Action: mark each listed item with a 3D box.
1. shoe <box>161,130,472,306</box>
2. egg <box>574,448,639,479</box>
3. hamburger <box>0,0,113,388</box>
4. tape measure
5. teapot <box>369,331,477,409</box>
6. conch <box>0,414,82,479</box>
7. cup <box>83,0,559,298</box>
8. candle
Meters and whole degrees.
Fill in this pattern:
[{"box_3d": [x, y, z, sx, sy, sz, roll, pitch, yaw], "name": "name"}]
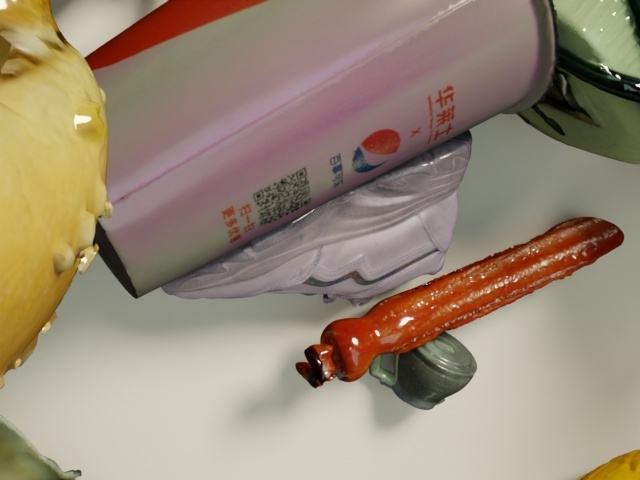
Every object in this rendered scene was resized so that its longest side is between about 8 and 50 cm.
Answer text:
[{"box_3d": [0.000, 0.000, 0.720, 0.245, 0.095, 0.137, -22, 131, -14], "name": "shoe"}, {"box_3d": [0.341, 0.321, 0.917, 0.337, 0.201, 0.336, 6, 112, 15], "name": "egg"}, {"box_3d": [-0.242, -0.071, 0.431, 0.287, 0.446, 0.268, -48, 123, -41], "name": "hamburger"}, {"box_3d": [0.163, -0.154, 0.687, 0.115, 0.207, 0.235, -49, 123, -2], "name": "tape measure"}, {"box_3d": [0.080, 0.104, 0.813, 0.088, 0.066, 0.057, 25, 112, -9], "name": "teapot"}, {"box_3d": [-0.288, 0.185, 0.603, 0.386, 0.170, 0.203, 11, 73, -68], "name": "conch"}, {"box_3d": [-0.027, -0.098, 0.606, 0.288, 0.203, 0.203, -34, 118, -16], "name": "cup"}, {"box_3d": [0.122, 0.041, 0.801, 0.329, 0.051, 0.048, -21, 132, -28], "name": "candle"}]
